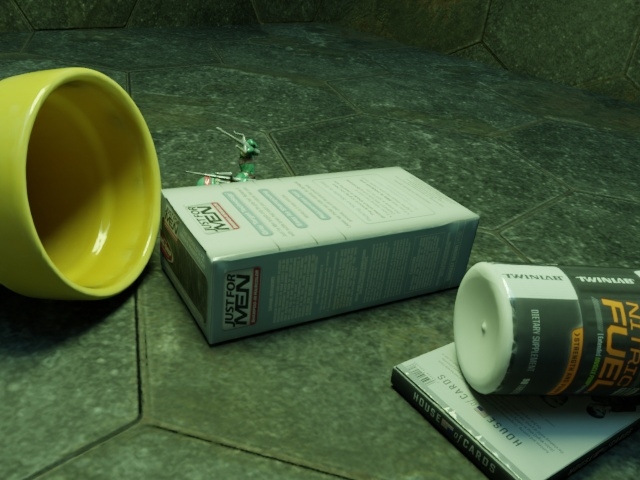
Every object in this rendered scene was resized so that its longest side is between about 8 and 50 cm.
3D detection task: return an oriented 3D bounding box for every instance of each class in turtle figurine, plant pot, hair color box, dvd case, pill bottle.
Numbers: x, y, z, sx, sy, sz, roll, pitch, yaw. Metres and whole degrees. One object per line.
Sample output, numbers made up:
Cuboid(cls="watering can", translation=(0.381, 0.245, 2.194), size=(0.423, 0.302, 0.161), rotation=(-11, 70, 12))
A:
Cuboid(cls="turtle figurine", translation=(-0.099, -0.081, 0.911), size=(0.234, 0.118, 0.175), rotation=(11, 34, -23))
Cuboid(cls="plant pot", translation=(-0.351, -0.057, 0.692), size=(0.238, 0.254, 0.254), rotation=(-3, 25, 16))
Cuboid(cls="hair color box", translation=(0.000, 0.000, 0.785), size=(0.374, 0.114, 0.185), rotation=(-9, 31, -29))
Cuboid(cls="dvd case", translation=(0.220, 0.157, 0.631), size=(0.238, 0.030, 0.179), rotation=(-13, 34, -33))
Cuboid(cls="pill bottle", translation=(0.270, 0.089, 0.601), size=(0.245, 0.131, 0.130), rotation=(2, 28, -10))
